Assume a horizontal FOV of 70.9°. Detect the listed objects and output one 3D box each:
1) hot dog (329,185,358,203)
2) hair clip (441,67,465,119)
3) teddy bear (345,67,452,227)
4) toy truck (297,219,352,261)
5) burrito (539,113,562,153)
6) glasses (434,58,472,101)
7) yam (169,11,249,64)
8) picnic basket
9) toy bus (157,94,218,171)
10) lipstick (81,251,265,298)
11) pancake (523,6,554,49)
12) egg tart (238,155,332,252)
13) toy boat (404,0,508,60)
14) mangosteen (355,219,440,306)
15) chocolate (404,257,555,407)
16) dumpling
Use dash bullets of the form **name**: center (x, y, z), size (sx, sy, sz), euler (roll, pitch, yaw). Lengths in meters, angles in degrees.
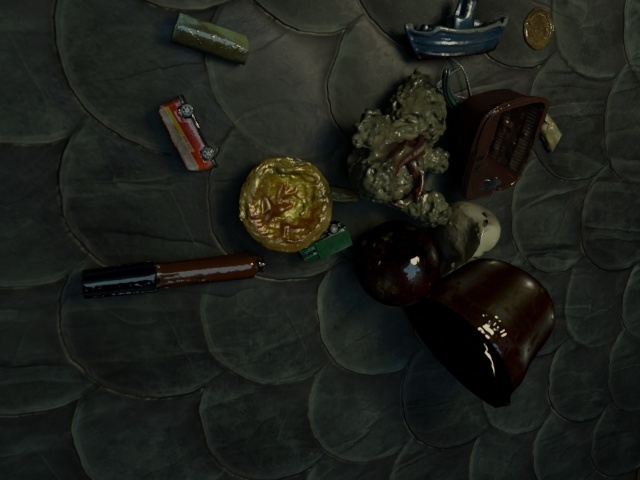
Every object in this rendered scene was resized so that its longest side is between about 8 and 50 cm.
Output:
- **hot dog**: center (0.035, -0.121, 1.190), size (0.136, 0.028, 0.044), euler (6, 75, -24)
- **hair clip**: center (0.341, -0.374, 1.160), size (0.229, 0.070, 0.039), euler (19, 70, -57)
- **teddy bear**: center (0.224, -0.247, 1.136), size (0.357, 0.224, 0.368), euler (19, 95, -43)
- **toy truck**: center (0.000, 0.000, 1.188), size (0.147, 0.065, 0.079), euler (-25, 114, -15)
- **burrito**: center (0.697, -0.335, 1.374), size (0.149, 0.055, 0.041), euler (51, 53, -22)
- **glasses**: center (0.370, -0.440, 1.214), size (0.139, 0.062, 0.104), euler (11, 97, -31)
- **yam**: center (-0.240, -0.441, 0.985), size (0.169, 0.068, 0.069), euler (9, 100, -22)
- **picnic basket**: center (0.457, -0.271, 1.204), size (0.222, 0.129, 0.297), euler (-17, 139, -14)
- **toy bus**: center (-0.297, -0.235, 1.014), size (0.077, 0.079, 0.174), euler (-24, 111, -4)
- **lipstick**: center (-0.340, 0.078, 1.074), size (0.417, 0.077, 0.078), euler (-6, 105, -20)
- **pancake**: center (0.632, -0.613, 1.300), size (0.114, 0.011, 0.115), euler (-6, 107, -21)
- **egg tart**: center (-0.085, -0.090, 1.105), size (0.240, 0.106, 0.241), euler (-2, 97, -17)
- **toy boat**: center (0.350, -0.546, 1.147), size (0.308, 0.129, 0.143), euler (-13, 118, -16)
- **mangosteen**: center (0.232, 0.061, 1.215), size (0.289, 0.231, 0.232), euler (2, 103, -41)
- **chocolate**: center (0.479, 0.221, 1.263), size (0.331, 0.383, 0.384), euler (-37, 113, -9)
- **dumpling**: center (0.379, 0.001, 1.231), size (0.243, 0.175, 0.227), euler (4, 119, -54)
